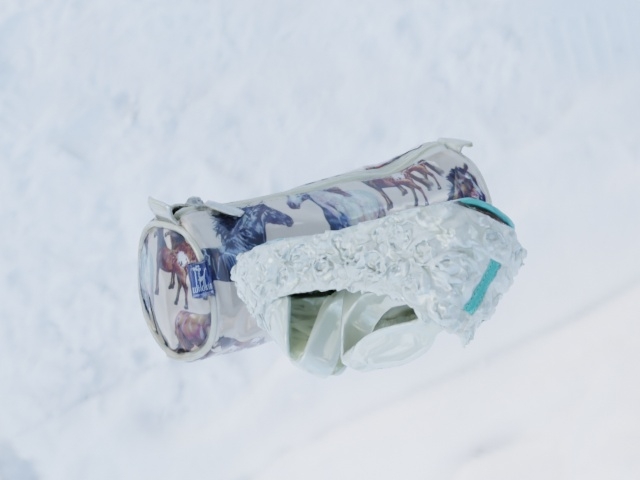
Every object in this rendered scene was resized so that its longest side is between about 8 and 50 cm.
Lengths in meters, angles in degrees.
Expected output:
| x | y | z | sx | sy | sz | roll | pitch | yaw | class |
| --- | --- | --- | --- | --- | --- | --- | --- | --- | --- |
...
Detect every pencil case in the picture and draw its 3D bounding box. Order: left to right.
| x | y | z | sx | sy | sz | roll | pitch | yaw | class |
| --- | --- | --- | --- | --- | --- | --- | --- | --- | --- |
| 0.000 | 0.000 | 1.852 | 0.410 | 0.160 | 0.183 | -17 | 124 | -29 | pencil case |

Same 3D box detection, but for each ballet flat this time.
| x | y | z | sx | sy | sz | roll | pitch | yaw | class |
| --- | --- | --- | --- | --- | --- | --- | --- | --- | --- |
| 0.025 | 0.057 | 1.503 | 0.147 | 0.147 | 0.409 | 44 | 152 | -16 | ballet flat |
